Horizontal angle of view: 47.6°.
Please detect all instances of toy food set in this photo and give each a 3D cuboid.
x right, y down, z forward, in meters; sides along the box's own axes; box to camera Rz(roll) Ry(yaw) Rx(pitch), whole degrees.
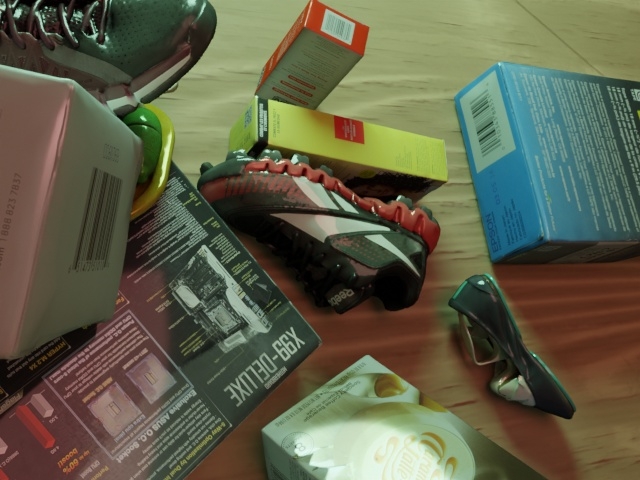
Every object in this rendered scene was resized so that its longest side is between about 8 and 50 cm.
[{"bbox_3d":[-0.198,-0.107,0.643,0.128,0.071,0.217,-2,46,-2],"label":"toy food set"}]

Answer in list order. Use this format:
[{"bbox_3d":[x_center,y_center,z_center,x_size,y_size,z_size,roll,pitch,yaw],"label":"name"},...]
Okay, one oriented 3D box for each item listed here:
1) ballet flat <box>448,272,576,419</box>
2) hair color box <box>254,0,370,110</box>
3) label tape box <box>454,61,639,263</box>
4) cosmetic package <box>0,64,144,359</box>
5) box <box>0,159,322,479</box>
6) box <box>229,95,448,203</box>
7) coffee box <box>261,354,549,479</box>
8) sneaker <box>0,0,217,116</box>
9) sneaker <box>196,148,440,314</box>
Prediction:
[{"bbox_3d":[0.212,0.134,0.833,0.074,0.074,0.203,-37,97,-33],"label":"ballet flat"},{"bbox_3d":[-0.012,-0.193,0.790,0.072,0.141,0.043,22,62,-19],"label":"hair color box"},{"bbox_3d":[0.361,-0.094,0.967,0.334,0.106,0.240,0,71,-28],"label":"label tape box"},{"bbox_3d":[-0.329,-0.049,0.452,0.385,0.217,0.156,11,88,-2],"label":"cosmetic package"},{"bbox_3d":[-0.182,0.097,0.631,0.242,0.076,0.307,50,58,-3],"label":"box"},{"bbox_3d":[0.022,-0.093,0.804,0.233,0.087,0.058,9,67,-23],"label":"box"},{"bbox_3d":[0.082,0.224,0.625,0.141,0.098,0.247,-30,43,-33],"label":"coffee box"},{"bbox_3d":[-0.234,-0.166,0.556,0.162,0.282,0.106,58,20,-45],"label":"sneaker"},{"bbox_3d":[0.000,0.000,0.749,0.276,0.098,0.135,19,61,-22],"label":"sneaker"}]
